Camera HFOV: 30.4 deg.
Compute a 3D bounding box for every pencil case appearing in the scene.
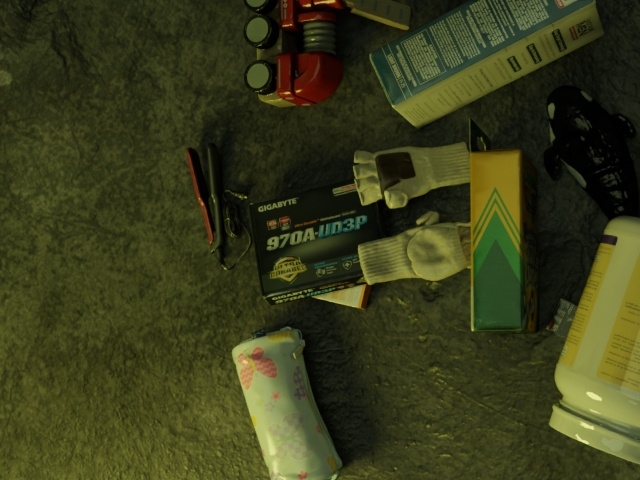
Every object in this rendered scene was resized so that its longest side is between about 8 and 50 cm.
[{"bbox_3d":[-0.056,0.283,1.967,0.124,0.113,0.273,-17,79,-4],"label":"pencil case"}]

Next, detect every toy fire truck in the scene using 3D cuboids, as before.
[{"bbox_3d":[0.014,-0.344,2.002,0.246,0.158,0.217,-4,83,28],"label":"toy fire truck"}]

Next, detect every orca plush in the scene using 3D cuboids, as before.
[{"bbox_3d":[0.426,-0.119,1.857,0.151,0.102,0.287,-10,82,17],"label":"orca plush"}]

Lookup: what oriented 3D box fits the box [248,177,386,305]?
[{"bbox_3d":[0.000,0.000,1.978,0.220,0.051,0.175,-13,68,9],"label":"box"}]

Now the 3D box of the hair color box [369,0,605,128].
[{"bbox_3d":[0.269,-0.315,1.888,0.347,0.174,0.105,-26,76,13],"label":"hair color box"}]

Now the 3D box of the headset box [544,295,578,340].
[{"bbox_3d":[0.408,0.134,1.875,0.083,0.032,0.062,26,94,17],"label":"headset box"}]

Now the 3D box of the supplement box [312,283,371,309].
[{"bbox_3d":[0.034,0.076,1.997,0.098,0.036,0.062,13,86,18],"label":"supplement box"}]

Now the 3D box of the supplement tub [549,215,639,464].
[{"bbox_3d":[0.488,0.151,1.738,0.241,0.241,0.331,20,91,18],"label":"supplement tub"}]

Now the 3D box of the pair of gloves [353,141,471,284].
[{"bbox_3d":[0.158,-0.048,1.919,0.204,0.042,0.240,-5,70,2],"label":"pair of gloves"}]

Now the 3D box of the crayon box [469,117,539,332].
[{"bbox_3d":[0.289,-0.017,1.837,0.083,0.203,0.323,-2,84,17],"label":"crayon box"}]

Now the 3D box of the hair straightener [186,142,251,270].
[{"bbox_3d":[-0.171,-0.062,2.070,0.089,0.047,0.230,-14,81,16],"label":"hair straightener"}]
